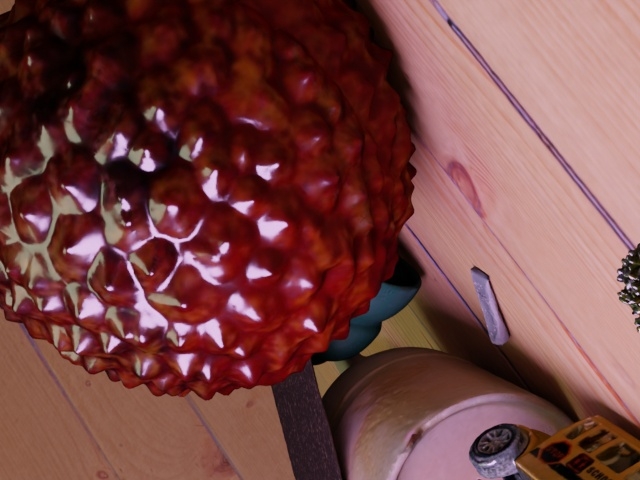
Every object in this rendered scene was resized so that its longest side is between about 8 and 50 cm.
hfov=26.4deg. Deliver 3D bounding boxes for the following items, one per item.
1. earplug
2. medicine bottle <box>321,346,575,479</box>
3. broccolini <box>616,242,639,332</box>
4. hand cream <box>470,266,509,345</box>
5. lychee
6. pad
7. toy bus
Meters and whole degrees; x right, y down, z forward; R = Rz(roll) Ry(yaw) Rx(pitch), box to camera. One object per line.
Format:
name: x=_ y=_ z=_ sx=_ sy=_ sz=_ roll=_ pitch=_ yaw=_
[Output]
earplug: x=-0.006 y=-0.001 z=1.522 sx=0.257 sy=0.280 sz=0.164 roll=19 pitch=-168 yaw=9
medicine bottle: x=0.114 y=0.238 z=1.480 sx=0.235 sy=0.236 sz=0.406 roll=59 pitch=170 yaw=-13
broccolini: x=0.255 y=0.085 z=0.800 sx=0.216 sy=0.058 sz=0.067 roll=53 pitch=167 yaw=17
hand cream: x=0.165 y=0.067 z=1.326 sx=0.030 sy=0.019 sz=0.093 roll=41 pitch=159 yaw=55
lychee: x=-0.125 y=-0.054 z=1.231 sx=0.424 sy=0.425 sz=0.500 roll=52 pitch=144 yaw=26
pad: x=-0.028 y=0.159 z=1.471 sx=0.220 sy=0.004 sz=0.330 roll=127 pitch=129 yaw=-71
toy bus: x=0.252 y=0.236 z=1.118 sx=0.121 sy=0.123 sz=0.335 roll=59 pitch=171 yaw=-22
